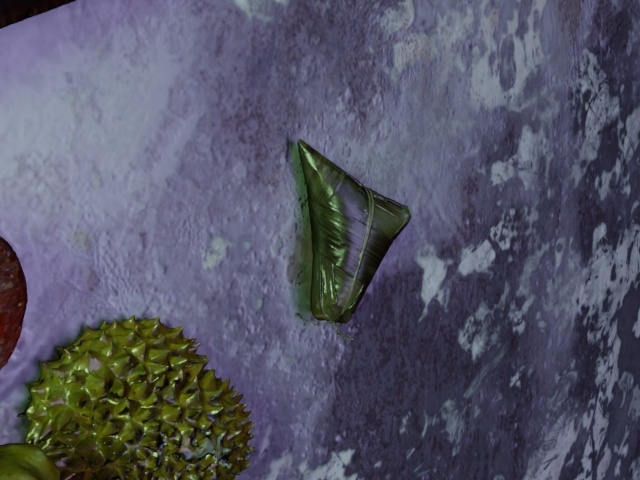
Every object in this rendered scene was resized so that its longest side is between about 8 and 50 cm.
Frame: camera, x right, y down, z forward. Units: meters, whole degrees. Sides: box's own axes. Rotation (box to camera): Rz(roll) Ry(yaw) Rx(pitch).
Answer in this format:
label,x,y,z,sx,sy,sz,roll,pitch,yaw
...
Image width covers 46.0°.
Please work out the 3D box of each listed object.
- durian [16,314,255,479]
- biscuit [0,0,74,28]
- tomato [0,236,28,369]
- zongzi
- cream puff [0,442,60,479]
label,x,y,z,sx,sy,sz,roll,pitch,yaw
durian,-0.166,0.179,0.751,0.249,0.138,0.183,12,98,-40
biscuit,-0.269,-0.211,0.564,0.388,0.073,0.107,-41,134,-41
tomato,-0.332,0.043,0.545,0.200,0.139,0.233,-31,155,-34
zongzi,0.000,0.000,0.925,0.184,0.084,0.187,33,78,-29
cream puff,-0.308,0.251,0.521,0.281,0.281,0.185,-4,77,-45
